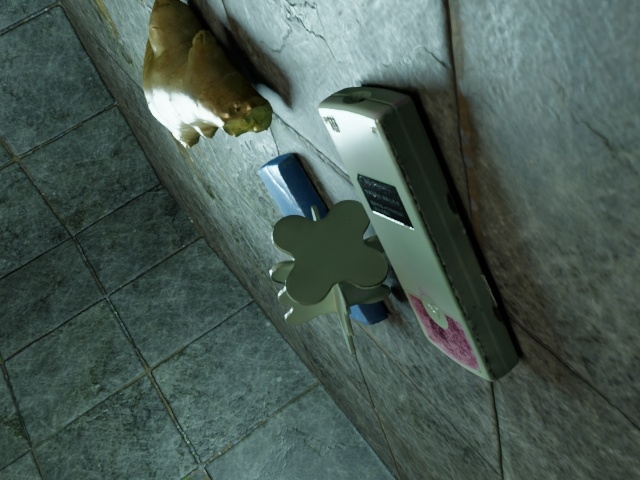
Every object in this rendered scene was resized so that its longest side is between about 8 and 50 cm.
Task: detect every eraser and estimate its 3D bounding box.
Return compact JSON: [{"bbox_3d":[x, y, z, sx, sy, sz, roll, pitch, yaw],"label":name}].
[{"bbox_3d":[0.000,0.000,1.162,0.312,0.042,0.144,59,167,-11],"label":"eraser"}]

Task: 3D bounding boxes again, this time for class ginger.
[{"bbox_3d":[-0.186,-0.274,1.116,0.375,0.166,0.236,5,93,49],"label":"ginger"}]

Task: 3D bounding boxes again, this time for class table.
[{"bbox_3d":[0.020,0.060,0.982,0.166,0.166,0.198,50,166,26],"label":"table"}]

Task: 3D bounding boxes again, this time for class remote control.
[{"bbox_3d":[0.108,-0.002,0.744,0.344,0.050,0.145,62,166,-26],"label":"remote control"}]
